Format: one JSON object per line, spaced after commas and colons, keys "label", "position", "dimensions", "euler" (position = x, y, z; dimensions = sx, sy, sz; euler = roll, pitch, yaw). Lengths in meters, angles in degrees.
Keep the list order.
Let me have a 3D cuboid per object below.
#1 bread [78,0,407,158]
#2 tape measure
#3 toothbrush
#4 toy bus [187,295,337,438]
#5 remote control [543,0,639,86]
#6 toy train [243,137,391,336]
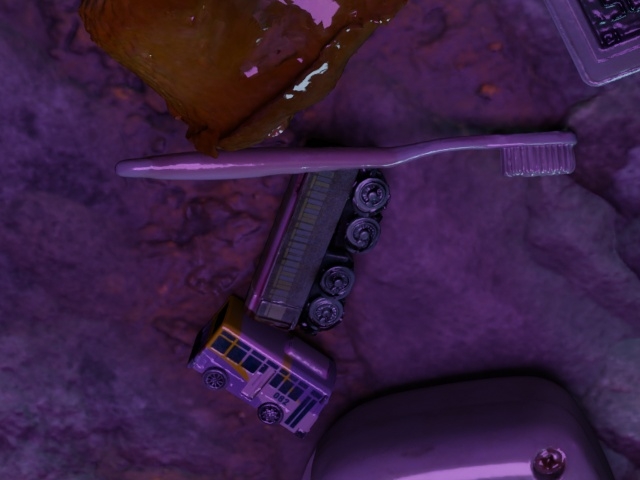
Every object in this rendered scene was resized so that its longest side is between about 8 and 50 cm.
{"label": "bread", "position": [-0.030, -0.166, 0.964], "dimensions": [0.160, 0.147, 0.260], "euler": [40, 113, -19]}
{"label": "tape measure", "position": [0.099, 0.237, 1.177], "dimensions": [0.258, 0.130, 0.265], "euler": [-20, 114, 17]}
{"label": "toothbrush", "position": [0.020, -0.050, 1.051], "dimensions": [0.307, 0.025, 0.030], "euler": [-3, 86, -8]}
{"label": "toy bus", "position": [-0.038, 0.090, 1.152], "dimensions": [0.102, 0.052, 0.058], "euler": [34, 116, -11]}
{"label": "remote control", "position": [0.150, -0.243, 0.965], "dimensions": [0.109, 0.055, 0.313], "euler": [-20, 119, 21]}
{"label": "toy train", "position": [0.000, 0.000, 1.109], "dimensions": [0.071, 0.038, 0.148], "euler": [19, 117, -6]}
